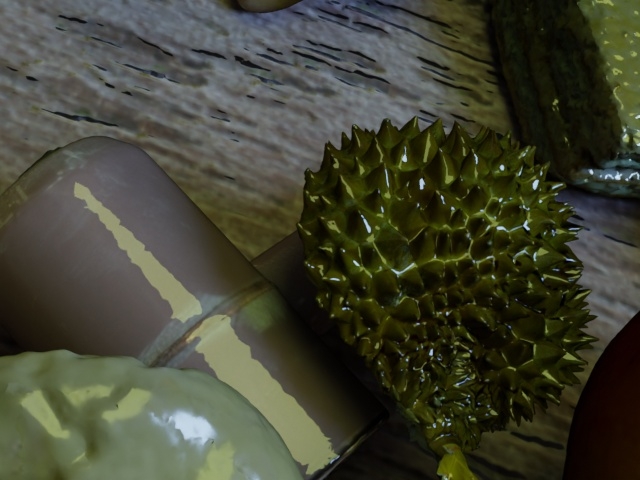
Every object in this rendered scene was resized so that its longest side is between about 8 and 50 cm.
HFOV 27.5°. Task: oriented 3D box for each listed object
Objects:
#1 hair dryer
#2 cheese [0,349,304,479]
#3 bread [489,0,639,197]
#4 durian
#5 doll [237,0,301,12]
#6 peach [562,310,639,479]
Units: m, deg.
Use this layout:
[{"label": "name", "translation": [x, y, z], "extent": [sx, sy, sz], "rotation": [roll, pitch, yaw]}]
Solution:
[{"label": "hair dryer", "translation": [0.000, 0.000, 0.681], "extent": [0.189, 0.106, 0.344], "rotation": [46, 43, 10]}, {"label": "cheese", "translation": [-0.108, 0.146, 0.466], "extent": [0.226, 0.117, 0.213], "rotation": [-3, 77, -2]}, {"label": "bread", "translation": [0.194, -0.113, 0.827], "extent": [0.138, 0.102, 0.196], "rotation": [0, 60, -21]}, {"label": "durian", "translation": [0.058, 0.019, 0.564], "extent": [0.146, 0.102, 0.208], "rotation": [30, 42, -25]}, {"label": "doll", "translation": [-0.015, -0.322, 0.809], "extent": [0.318, 0.209, 0.339], "rotation": [-16, 67, -28]}, {"label": "peach", "translation": [0.262, 0.138, 0.560], "extent": [0.332, 0.308, 0.307], "rotation": [38, 42, -37]}]
